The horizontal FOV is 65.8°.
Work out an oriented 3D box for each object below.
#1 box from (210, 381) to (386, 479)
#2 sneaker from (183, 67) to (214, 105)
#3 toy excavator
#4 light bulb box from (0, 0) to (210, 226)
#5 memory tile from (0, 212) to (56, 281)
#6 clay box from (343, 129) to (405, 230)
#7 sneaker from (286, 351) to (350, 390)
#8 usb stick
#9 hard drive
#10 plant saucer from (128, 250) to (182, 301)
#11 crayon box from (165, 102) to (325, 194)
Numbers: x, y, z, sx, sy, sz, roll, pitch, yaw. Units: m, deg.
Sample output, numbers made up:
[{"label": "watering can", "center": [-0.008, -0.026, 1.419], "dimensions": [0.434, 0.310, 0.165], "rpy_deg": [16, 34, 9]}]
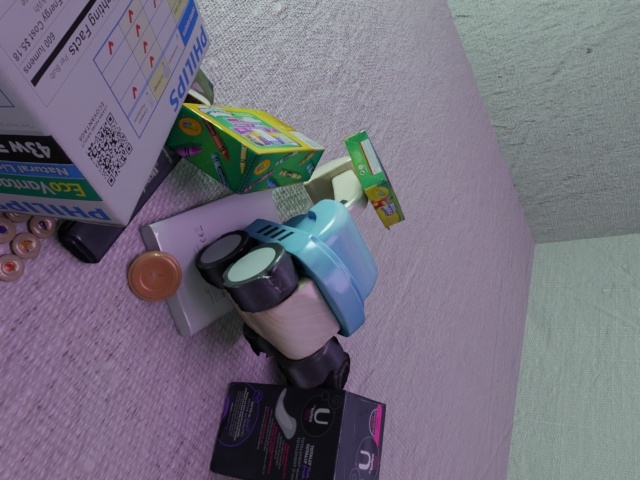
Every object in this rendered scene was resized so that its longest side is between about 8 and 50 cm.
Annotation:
[{"label": "box", "center": [-0.038, 0.352, 0.880], "dimensions": [0.143, 0.270, 0.165], "rpy_deg": [35, 56, -45]}, {"label": "sneaker", "center": [-0.265, -0.308, 0.889], "dimensions": [0.192, 0.064, 0.086], "rpy_deg": [40, 45, -43]}, {"label": "toy excavator", "center": [0.000, 0.000, 0.946], "dimensions": [0.445, 0.433, 0.222], "rpy_deg": [-37, 116, -19]}, {"label": "light bulb box", "center": [-0.318, -0.262, 0.537], "dimensions": [0.361, 0.225, 0.357], "rpy_deg": [81, 18, -58]}, {"label": "memory tile", "center": [-0.416, -0.028, 0.661], "dimensions": [0.113, 0.012, 0.148], "rpy_deg": [49, 47, -37]}, {"label": "clay box", "center": [0.119, -0.116, 1.031], "dimensions": [0.222, 0.053, 0.127], "rpy_deg": [44, 25, -62]}, {"label": "sneaker", "center": [-0.011, 0.331, 1.052], "dimensions": [0.109, 0.130, 0.286], "rpy_deg": [-52, 150, -55]}, {"label": "usb stick", "center": [-0.308, -0.082, 0.791], "dimensions": [0.077, 0.045, 0.278], "rpy_deg": [55, 43, -34]}, {"label": "hard drive", "center": [-0.179, 0.021, 0.951], "dimensions": [0.307, 0.040, 0.202], "rpy_deg": [-32, 109, -52]}, {"label": "plant saucer", "center": [-0.268, 0.059, 0.804], "dimensions": [0.084, 0.013, 0.083], "rpy_deg": [-2, 97, -19]}, {"label": "crayon box", "center": [-0.125, -0.173, 0.913], "dimensions": [0.081, 0.165, 0.278], "rpy_deg": [-61, 165, 22]}]
